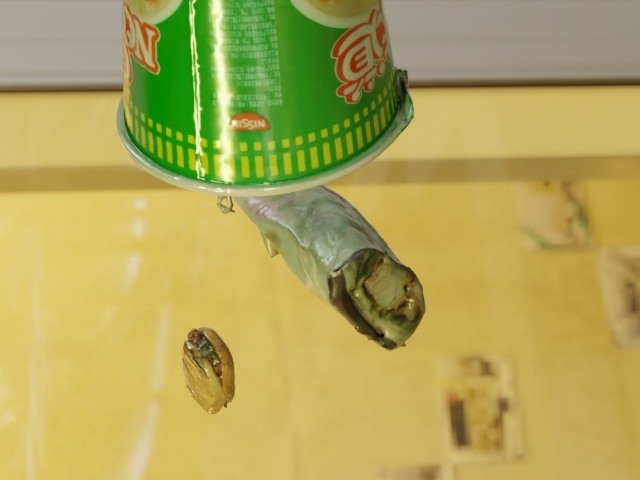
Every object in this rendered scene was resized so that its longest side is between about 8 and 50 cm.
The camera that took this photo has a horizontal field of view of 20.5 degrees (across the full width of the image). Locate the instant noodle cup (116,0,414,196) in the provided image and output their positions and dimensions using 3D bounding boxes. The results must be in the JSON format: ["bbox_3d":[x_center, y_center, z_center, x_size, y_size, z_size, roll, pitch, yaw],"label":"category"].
[{"bbox_3d":[-0.043,-0.180,1.147,0.207,0.207,0.232,-107,11,-53],"label":"instant noodle cup"}]

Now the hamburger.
[{"bbox_3d":[-0.113,0.130,1.785,0.076,0.044,0.083,48,153,36],"label":"hamburger"}]

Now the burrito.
[{"bbox_3d":[0.000,0.000,1.572,0.229,0.089,0.144,43,176,44],"label":"burrito"}]
